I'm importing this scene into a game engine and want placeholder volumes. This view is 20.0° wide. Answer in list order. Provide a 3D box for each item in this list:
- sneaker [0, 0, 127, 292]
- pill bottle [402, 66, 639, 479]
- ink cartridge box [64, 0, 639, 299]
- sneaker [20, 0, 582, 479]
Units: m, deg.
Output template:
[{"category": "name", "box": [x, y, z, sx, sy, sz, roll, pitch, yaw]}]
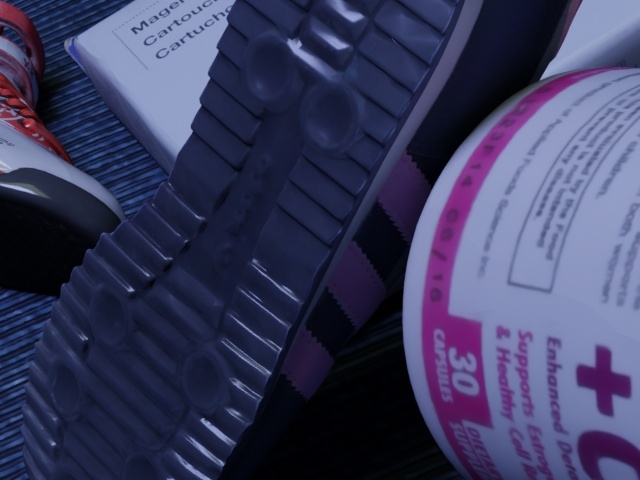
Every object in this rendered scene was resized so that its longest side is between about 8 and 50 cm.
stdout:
[{"category": "sneaker", "box": [-0.172, -0.063, 0.918, 0.270, 0.090, 0.145, 9, 53, 39]}, {"category": "pill bottle", "box": [0.168, 0.034, 0.526, 0.160, 0.160, 0.283, -45, 29, -22]}, {"category": "ink cartridge box", "box": [0.049, -0.136, 0.900, 0.324, 0.071, 0.330, -34, 41, -9]}, {"category": "sneaker", "box": [0.000, 0.000, 0.685, 0.112, 0.131, 0.319, 49, 122, 25]}]
